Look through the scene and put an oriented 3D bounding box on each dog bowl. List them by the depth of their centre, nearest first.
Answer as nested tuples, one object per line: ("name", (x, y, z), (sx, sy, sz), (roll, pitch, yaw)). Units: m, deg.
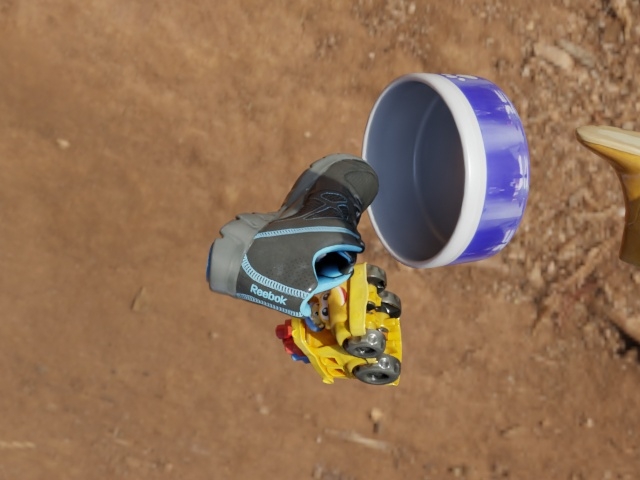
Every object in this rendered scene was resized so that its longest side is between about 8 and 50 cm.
("dog bowl", (0.166, -0.097, 1.539), (0.104, 0.264, 0.265), (-5, 146, -28))

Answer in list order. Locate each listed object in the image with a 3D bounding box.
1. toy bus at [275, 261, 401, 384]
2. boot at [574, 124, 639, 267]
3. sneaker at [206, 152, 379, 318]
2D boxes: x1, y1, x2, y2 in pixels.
("toy bus", (0.020, 0.143, 1.841), (0.212, 0.149, 0.220), (-5, 148, 16))
("boot", (0.528, -0.060, 1.852), (0.295, 0.104, 0.211), (16, 117, -5))
("sneaker", (0.000, 0.000, 1.394), (0.140, 0.341, 0.125), (25, 126, 19))
